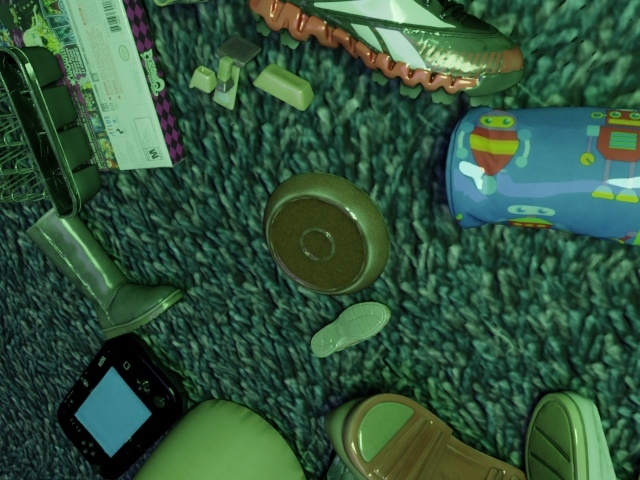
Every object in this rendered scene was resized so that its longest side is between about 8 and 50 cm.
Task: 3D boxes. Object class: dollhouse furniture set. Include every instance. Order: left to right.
[{"bbox_3d":[-0.076,-0.151,0.706,0.114,0.091,0.081,29,140,5],"label":"dollhouse furniture set"}]

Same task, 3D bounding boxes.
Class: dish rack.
[{"bbox_3d":[-0.412,-0.135,0.822,0.271,0.074,0.208,1,115,30],"label":"dish rack"}]

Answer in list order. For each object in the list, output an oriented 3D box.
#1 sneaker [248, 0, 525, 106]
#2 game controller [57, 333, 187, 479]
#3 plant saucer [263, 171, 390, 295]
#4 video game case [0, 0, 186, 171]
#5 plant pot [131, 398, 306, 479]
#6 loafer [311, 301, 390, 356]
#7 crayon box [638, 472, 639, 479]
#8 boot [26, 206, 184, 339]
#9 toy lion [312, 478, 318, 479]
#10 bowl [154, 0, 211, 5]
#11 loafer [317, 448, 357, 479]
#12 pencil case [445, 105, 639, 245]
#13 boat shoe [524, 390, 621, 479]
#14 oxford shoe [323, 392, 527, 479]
[{"bbox_3d":[0.066,-0.220,0.583,0.276,0.097,0.135,26,126,12],"label":"sneaker"},{"bbox_3d":[-0.338,0.281,1.058,0.166,0.067,0.319,43,125,-1],"label":"game controller"},{"bbox_3d":[0.000,0.000,0.775,0.168,0.029,0.169,11,119,20],"label":"plant saucer"},{"bbox_3d":[-0.289,-0.199,0.793,0.210,0.042,0.232,-1,115,27],"label":"video game case"},{"bbox_3d":[-0.193,0.412,0.911,0.256,0.274,0.257,12,115,27],"label":"plant pot"},{"bbox_3d":[0.042,0.112,0.814,0.125,0.039,0.045,-34,66,31],"label":"loafer"},{"bbox_3d":[0.475,0.389,0.654,0.323,0.083,0.203,-137,38,-54],"label":"crayon box"},{"bbox_3d":[-0.314,0.033,0.921,0.189,0.076,0.209,-23,98,30],"label":"boot"},{"bbox_3d":[-0.013,0.412,1.000,0.100,0.034,0.096,21,116,14],"label":"toy lion"},{"bbox_3d":[-0.097,-0.297,0.613,0.080,0.170,0.170,11,133,-33],"label":"bowl"},{"bbox_3d":[0.027,0.364,0.929,0.061,0.062,0.170,23,117,1],"label":"loafer"},{"bbox_3d":[0.263,-0.051,0.569,0.306,0.119,0.133,8,149,21],"label":"pencil case"},{"bbox_3d":[0.317,0.315,0.752,0.103,0.113,0.302,-9,102,-10],"label":"boat shoe"},{"bbox_3d":[0.171,0.333,0.837,0.397,0.140,0.146,45,157,-9],"label":"oxford shoe"}]
